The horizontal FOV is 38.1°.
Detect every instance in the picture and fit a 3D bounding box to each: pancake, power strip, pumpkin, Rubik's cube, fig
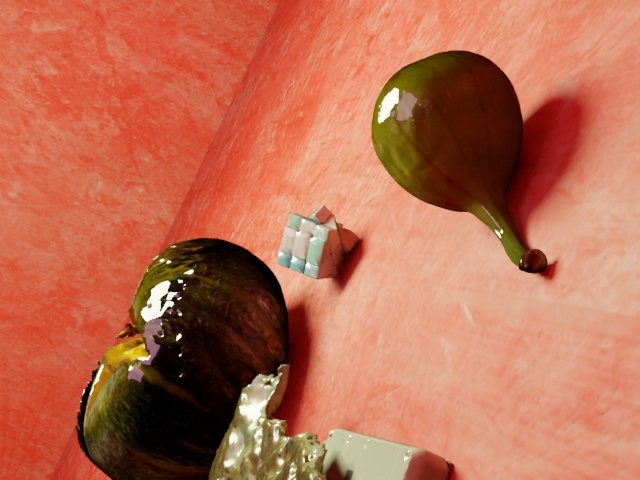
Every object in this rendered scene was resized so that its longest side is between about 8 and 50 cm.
[{"bbox_3d":[-0.046,0.277,0.727,0.304,0.067,0.427,-67,16,3],"label":"pancake"},{"bbox_3d":[0.034,0.189,0.699,0.081,0.035,0.192,-69,15,-13],"label":"power strip"},{"bbox_3d":[-0.159,0.150,1.119,0.320,0.192,0.320,-57,18,30],"label":"pumpkin"},{"bbox_3d":[0.001,0.003,1.062,0.073,0.075,0.084,4,-60,-57],"label":"Rubik's cube"},{"bbox_3d":[0.124,-0.052,0.722,0.124,0.124,0.236,-55,41,30],"label":"fig"}]
